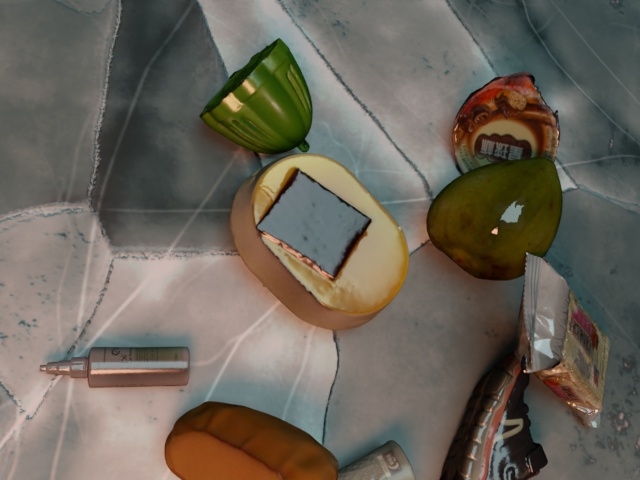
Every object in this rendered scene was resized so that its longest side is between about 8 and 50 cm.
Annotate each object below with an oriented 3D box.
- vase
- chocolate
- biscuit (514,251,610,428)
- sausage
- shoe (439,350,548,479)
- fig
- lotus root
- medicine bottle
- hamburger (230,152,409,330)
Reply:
[{"bbox_3d":[0.022,0.368,0.939,0.219,0.096,0.096,-16,77,-19],"label":"vase"},{"bbox_3d":[0.355,-0.198,1.202,0.147,0.221,0.221,-27,81,-47],"label":"chocolate"},{"bbox_3d":[0.389,0.173,1.063,0.309,0.079,0.186,42,53,-41],"label":"biscuit"},{"bbox_3d":[-0.095,0.290,0.880,0.241,0.136,0.120,17,98,19],"label":"sausage"},{"bbox_3d":[0.290,0.307,1.027,0.137,0.114,0.291,27,68,-1],"label":"shoe"},{"bbox_3d":[0.298,-0.047,1.098,0.203,0.203,0.225,37,83,-2],"label":"fig"},{"bbox_3d":[-0.076,-0.207,1.081,0.186,0.186,0.186,6,70,-16],"label":"lotus root"},{"bbox_3d":[-0.285,0.176,0.926,0.199,0.057,0.057,3,71,-16],"label":"medicine bottle"},{"bbox_3d":[0.000,0.000,1.030,0.227,0.151,0.295,-42,95,-19],"label":"hamburger"}]
